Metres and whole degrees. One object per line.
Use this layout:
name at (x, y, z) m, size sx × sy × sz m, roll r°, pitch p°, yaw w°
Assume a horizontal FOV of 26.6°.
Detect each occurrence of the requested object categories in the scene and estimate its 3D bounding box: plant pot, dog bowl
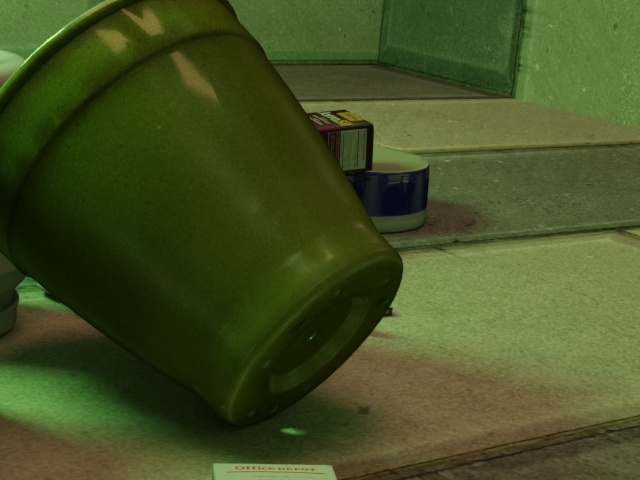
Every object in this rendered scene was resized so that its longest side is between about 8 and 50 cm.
plant pot at (-0.113, -0.014, 1.383) m, size 0.353 × 0.366 × 0.366 m, roll 45°, pitch 31°, yaw 20°
dog bowl at (0.053, -0.095, 2.315) m, size 0.265 × 0.104 × 0.265 m, roll 4°, pitch 14°, yaw -1°

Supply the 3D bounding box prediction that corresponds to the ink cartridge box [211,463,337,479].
ink cartridge box at (-0.035, 0.228, 1.090) m, size 0.104 × 0.061 × 0.181 m, roll 3°, pitch 14°, yaw -10°

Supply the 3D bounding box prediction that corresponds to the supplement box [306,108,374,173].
supplement box at (-0.021, -0.152, 2.151) m, size 0.188 × 0.080 × 0.104 m, roll -9°, pitch 22°, yaw -26°

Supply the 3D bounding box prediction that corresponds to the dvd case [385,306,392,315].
dvd case at (0.023, 0.084, 1.783) m, size 0.119 × 0.013 × 0.087 m, roll -3°, pitch 16°, yaw -26°

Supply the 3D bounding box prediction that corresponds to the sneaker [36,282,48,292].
sneaker at (-0.267, 0.047, 1.681) m, size 0.237 × 0.086 × 0.085 m, roll 17°, pitch 17°, yaw 35°

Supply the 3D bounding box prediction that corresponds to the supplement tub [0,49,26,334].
supplement tub at (-0.443, -0.056, 1.549) m, size 0.228 × 0.316 × 0.228 m, roll 5°, pitch 15°, yaw -1°
